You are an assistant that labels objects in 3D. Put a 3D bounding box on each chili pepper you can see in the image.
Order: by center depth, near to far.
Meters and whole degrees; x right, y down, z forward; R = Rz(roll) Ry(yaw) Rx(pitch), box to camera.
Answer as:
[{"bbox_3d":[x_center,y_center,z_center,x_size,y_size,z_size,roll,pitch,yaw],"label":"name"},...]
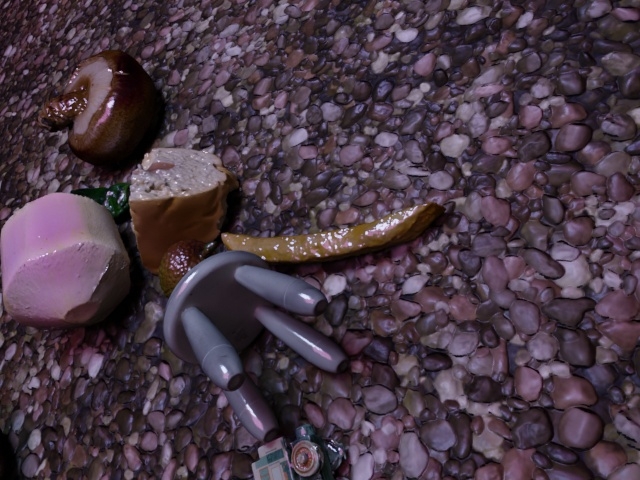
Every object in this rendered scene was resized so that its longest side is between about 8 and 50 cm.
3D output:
[{"bbox_3d":[-0.511,-0.081,1.162,0.225,0.061,0.097,-5,73,25],"label":"chili pepper"}]

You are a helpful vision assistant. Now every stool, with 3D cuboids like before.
[{"bbox_3d":[-0.098,0.141,0.740,0.195,0.195,0.199,-38,47,-20],"label":"stool"}]

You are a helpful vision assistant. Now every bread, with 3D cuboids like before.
[{"bbox_3d":[-0.261,-0.062,1.006,0.211,0.224,0.183,-7,48,-20],"label":"bread"}]

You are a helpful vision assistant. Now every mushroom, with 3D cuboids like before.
[{"bbox_3d":[-0.510,-0.306,1.207,0.278,0.163,0.296,-23,59,9],"label":"mushroom"}]

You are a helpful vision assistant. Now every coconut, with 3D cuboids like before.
[{"bbox_3d":[-0.487,0.057,0.997,0.233,0.233,0.245,-37,55,10],"label":"coconut"}]

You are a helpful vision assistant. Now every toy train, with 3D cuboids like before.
[{"bbox_3d":[-0.015,0.352,0.685,0.125,0.081,0.193,-33,58,25],"label":"toy train"}]

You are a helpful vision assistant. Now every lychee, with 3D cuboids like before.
[{"bbox_3d":[-0.230,0.052,0.916,0.146,0.114,0.114,-44,52,29],"label":"lychee"}]

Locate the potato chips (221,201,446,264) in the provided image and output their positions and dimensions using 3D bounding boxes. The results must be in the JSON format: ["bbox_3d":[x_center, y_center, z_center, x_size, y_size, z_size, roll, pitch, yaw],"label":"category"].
[{"bbox_3d":[0.000,0.000,0.843,0.407,0.057,0.080,-8,68,26],"label":"potato chips"}]

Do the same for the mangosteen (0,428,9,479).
[{"bbox_3d":[-0.725,0.441,0.913,0.297,0.297,0.293,-3,88,28],"label":"mangosteen"}]
